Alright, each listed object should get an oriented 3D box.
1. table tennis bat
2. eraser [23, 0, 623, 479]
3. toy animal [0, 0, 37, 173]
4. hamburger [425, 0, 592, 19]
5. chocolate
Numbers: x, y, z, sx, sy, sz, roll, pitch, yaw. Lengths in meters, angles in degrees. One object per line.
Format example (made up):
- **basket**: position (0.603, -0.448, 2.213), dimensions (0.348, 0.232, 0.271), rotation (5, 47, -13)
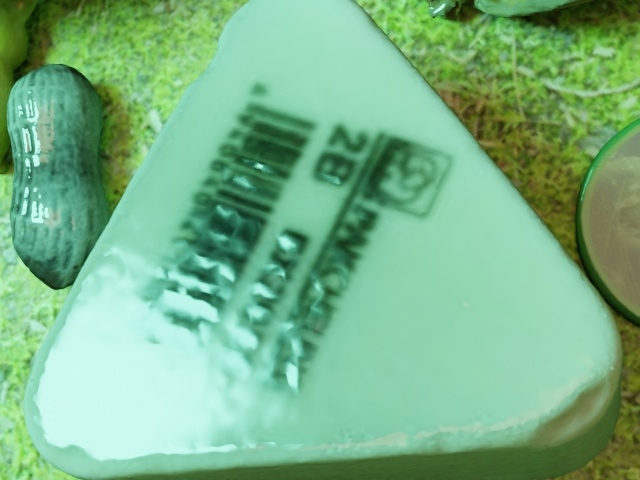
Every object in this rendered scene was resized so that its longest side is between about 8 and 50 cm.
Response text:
- **table tennis bat**: position (0.297, -0.029, 0.672), dimensions (0.257, 0.039, 0.160), rotation (-21, 81, 9)
- **eraser**: position (0.000, 0.000, 0.630), dimensions (0.331, 0.150, 0.331), rotation (-6, 64, 14)
- **toy animal**: position (-0.250, -0.138, 0.771), dimensions (0.070, 0.083, 0.159), rotation (1, 70, 46)
- **hamburger**: position (0.151, -0.265, 0.654), dimensions (0.243, 0.146, 0.286), rotation (41, 108, 23)
- **chocolate**: position (-0.190, -0.048, 0.740), dimensions (0.072, 0.072, 0.166), rotation (-6, 79, 9)
